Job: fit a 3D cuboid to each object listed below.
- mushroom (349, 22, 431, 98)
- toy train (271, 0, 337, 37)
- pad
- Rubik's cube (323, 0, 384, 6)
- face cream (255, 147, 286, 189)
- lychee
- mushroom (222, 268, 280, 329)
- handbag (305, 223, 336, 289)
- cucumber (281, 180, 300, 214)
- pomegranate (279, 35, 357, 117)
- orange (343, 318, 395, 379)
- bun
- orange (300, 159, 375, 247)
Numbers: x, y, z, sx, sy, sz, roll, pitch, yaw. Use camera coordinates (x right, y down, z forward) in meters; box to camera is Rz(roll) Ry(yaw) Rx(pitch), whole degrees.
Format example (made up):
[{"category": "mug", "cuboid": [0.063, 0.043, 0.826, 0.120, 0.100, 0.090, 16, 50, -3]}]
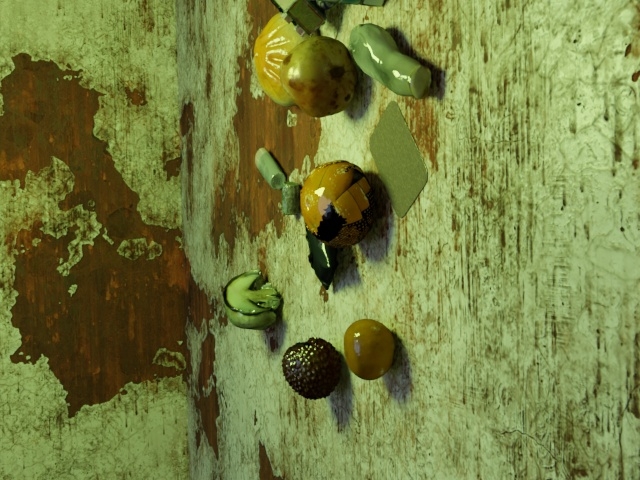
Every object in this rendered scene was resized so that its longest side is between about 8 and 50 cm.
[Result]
[{"category": "mushroom", "cuboid": [0.162, -0.428, 1.697, 0.351, 0.097, 0.109, 55, 143, 44]}, {"category": "toy train", "cuboid": [-0.051, -0.707, 2.017, 0.177, 0.134, 0.261, -44, 42, 12]}, {"category": "pad", "cuboid": [0.188, -0.202, 1.757, 0.176, 0.002, 0.266, 119, 141, -48]}, {"category": "Rubik's cube", "cuboid": [0.055, -0.748, 1.707, 0.256, 0.253, 0.258, 125, 138, -53]}, {"category": "face cream", "cuboid": [-0.177, -0.250, 2.489, 0.198, 0.057, 0.084, -123, 39, -52]}, {"category": "lychee", "cuboid": [-0.024, 0.374, 2.066, 0.188, 0.188, 0.188, 178, 90, -65]}, {"category": "mushroom", "cuboid": [-0.250, 0.240, 2.531, 0.267, 0.190, 0.164, -132, 31, -52]}, {"category": "handbag", "cuboid": [0.000, 0.000, 2.056, 0.211, 0.089, 0.254, 96, 163, -67]}, {"category": "cucumber", "cuboid": [-0.099, -0.134, 2.317, 0.064, 0.064, 0.111, -153, 63, -62]}, {"category": "pomegranate", "cuboid": [-0.010, -0.441, 1.921, 0.215, 0.215, 0.215, 178, 90, -65]}, {"category": "orange", "cuboid": [0.125, 0.273, 1.792, 0.156, 0.124, 0.156, 169, 90, -81]}, {"category": "bun", "cuboid": [-0.125, -0.572, 2.221, 0.299, 0.165, 0.298, 3, 93, 64]}, {"category": "orange", "cuboid": [0.047, -0.097, 1.866, 0.234, 0.182, 0.234, -176, 90, -68]}]
